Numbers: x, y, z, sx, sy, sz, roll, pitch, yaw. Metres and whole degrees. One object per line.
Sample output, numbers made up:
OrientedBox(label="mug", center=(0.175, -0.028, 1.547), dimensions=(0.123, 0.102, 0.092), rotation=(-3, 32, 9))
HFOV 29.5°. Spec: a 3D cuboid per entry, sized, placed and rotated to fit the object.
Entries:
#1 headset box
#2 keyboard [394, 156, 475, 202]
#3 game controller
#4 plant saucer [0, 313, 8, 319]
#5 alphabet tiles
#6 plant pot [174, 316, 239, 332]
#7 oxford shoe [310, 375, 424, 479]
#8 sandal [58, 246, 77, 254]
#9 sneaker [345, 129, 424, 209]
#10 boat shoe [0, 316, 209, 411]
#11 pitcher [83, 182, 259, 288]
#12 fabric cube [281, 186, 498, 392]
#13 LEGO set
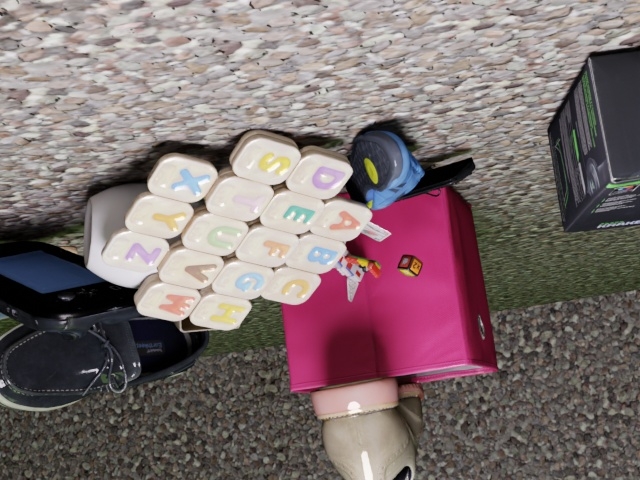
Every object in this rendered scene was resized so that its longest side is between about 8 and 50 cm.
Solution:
OrientedBox(label="headset box", center=(0.386, -0.111, 1.267), dimensions=(0.246, 0.131, 0.283), rotation=(-8, 169, -1))
OrientedBox(label="keyboard", center=(0.115, -0.058, 1.522), dimensions=(0.192, 0.038, 0.100), rotation=(-15, -162, 38))
OrientedBox(label="game controller", center=(-0.352, 0.051, 1.546), dimensions=(0.166, 0.067, 0.319), rotation=(-22, -153, -38))
OrientedBox(label="plant saucer", center=(-0.642, 0.116, 1.908), dimensions=(0.318, 0.043, 0.317), rotation=(-7, -179, 0))
OrientedBox(label="alphabet tiles", center=(-0.091, -0.003, 1.377), dimensions=(0.278, 0.021, 0.284), rotation=(15, 127, -34))
OrientedBox(label="plant pot", center=(-0.209, 0.098, 2.103), dimensions=(0.109, 0.109, 0.096), rotation=(-2, -179, -27))
OrientedBox(label="oxford shoe", center=(0.067, 0.263, 1.609), dimensions=(0.141, 0.146, 0.397), rotation=(-12, 170, 12))
OrientedBox(label="sandal", center=(-0.460, 0.070, 1.814), dimensions=(0.240, 0.079, 0.088), rotation=(-11, 169, 20))
OrientedBox(label="sneaker", center=(0.082, -0.089, 1.390), dimensions=(0.082, 0.069, 0.209), rotation=(-22, 171, -10))
OrientedBox(label="boat shoe", center=(-0.432, 0.218, 2.401), dimensions=(0.500, 0.186, 0.156), rotation=(-5, 166, -43))
OrientedBox(label="pitcher", center=(-0.180, 0.012, 1.469), dimensions=(0.207, 0.125, 0.177), rotation=(3, 142, -18))
OrientedBox(label="fabric cube", center=(0.095, 0.074, 1.729), dimensions=(0.259, 0.258, 0.254), rotation=(-10, 169, 15))
OrientedBox(label="LEGO set", center=(0.000, 0.000, 1.515), dimensions=(0.244, 0.060, 0.182), rotation=(26, 163, -8))
